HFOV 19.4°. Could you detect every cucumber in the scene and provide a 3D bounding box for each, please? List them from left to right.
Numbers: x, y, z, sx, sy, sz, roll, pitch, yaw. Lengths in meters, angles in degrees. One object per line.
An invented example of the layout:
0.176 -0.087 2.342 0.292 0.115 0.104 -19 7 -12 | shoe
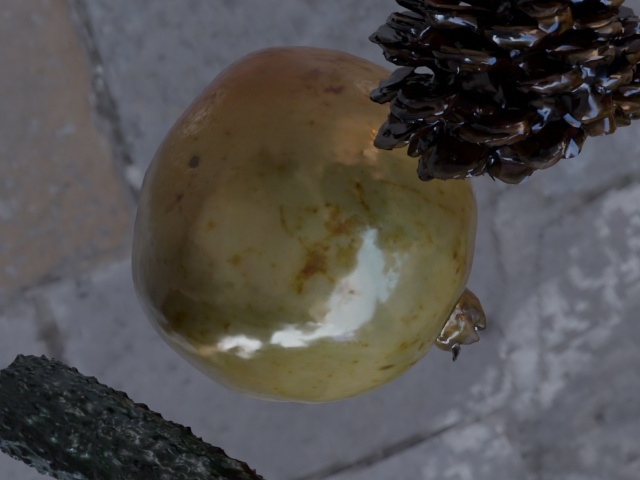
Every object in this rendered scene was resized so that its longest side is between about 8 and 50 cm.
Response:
-0.128 0.187 1.481 0.096 0.359 0.096 -20 120 -40 | cucumber

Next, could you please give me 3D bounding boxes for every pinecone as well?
0.135 -0.151 1.367 0.221 0.221 0.221 -13 136 -13 | pinecone

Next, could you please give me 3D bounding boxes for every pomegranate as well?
0.000 0.000 1.662 0.342 0.342 0.342 -13 136 -13 | pomegranate
